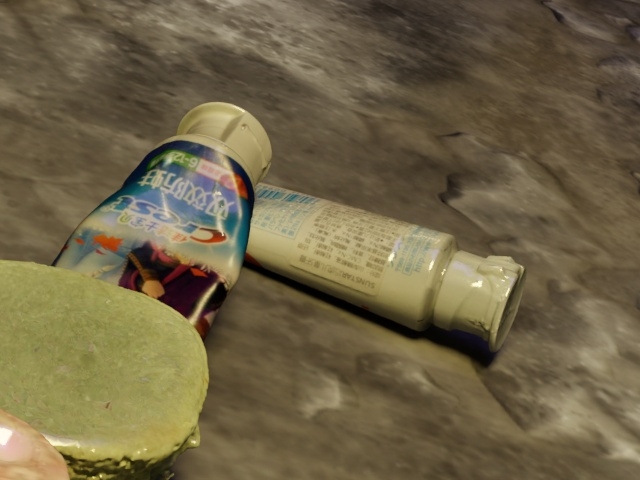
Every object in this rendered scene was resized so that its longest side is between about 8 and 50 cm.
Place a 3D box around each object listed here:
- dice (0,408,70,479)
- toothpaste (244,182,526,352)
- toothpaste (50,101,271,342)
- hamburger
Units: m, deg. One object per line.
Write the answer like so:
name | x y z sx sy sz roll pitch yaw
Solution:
dice | -0.140 0.112 0.610 0.093 0.094 0.091 16 27 -14
toothpaste | 0.000 0.000 1.025 0.234 0.057 0.089 20 24 15
toothpaste | -0.086 0.014 0.901 0.096 0.061 0.266 21 35 3
hamburger | -0.113 0.066 0.754 0.133 0.062 0.140 14 31 -10
